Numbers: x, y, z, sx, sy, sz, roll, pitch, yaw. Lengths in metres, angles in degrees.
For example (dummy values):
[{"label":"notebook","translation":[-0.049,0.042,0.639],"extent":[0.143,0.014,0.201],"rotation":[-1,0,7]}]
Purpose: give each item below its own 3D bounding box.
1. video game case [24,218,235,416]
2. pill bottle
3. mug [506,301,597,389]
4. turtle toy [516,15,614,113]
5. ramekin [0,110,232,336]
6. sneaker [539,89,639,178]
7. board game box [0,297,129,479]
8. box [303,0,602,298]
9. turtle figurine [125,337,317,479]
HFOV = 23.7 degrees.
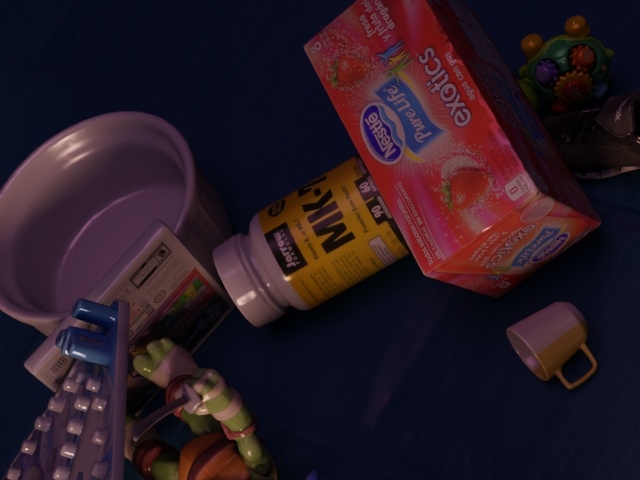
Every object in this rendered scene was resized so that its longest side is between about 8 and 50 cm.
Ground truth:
[{"label":"video game case","translation":[-0.195,0.097,1.603],"extent":[0.023,0.183,0.201],"rotation":[35,79,35]},{"label":"pill bottle","translation":[0.000,0.000,1.607],"extent":[0.209,0.119,0.119],"rotation":[-30,48,8]},{"label":"mug","translation":[0.225,0.097,1.460],"extent":[0.064,0.078,0.062],"rotation":[-36,14,-9]},{"label":"turtle toy","translation":[0.247,-0.169,1.599],"extent":[0.130,0.095,0.066],"rotation":[-22,42,15]},{"label":"ramekin","translation":[-0.234,0.002,1.727],"extent":[0.277,0.135,0.277],"rotation":[-15,52,20]},{"label":"sneaker","translation":[0.304,-0.111,1.520],"extent":[0.234,0.106,0.078],"rotation":[10,63,35]},{"label":"board game box","translation":[-0.280,0.305,1.418],"extent":[0.390,0.050,0.390],"rotation":[-53,28,38]},{"label":"box","translation":[0.130,-0.108,1.527],"extent":[0.142,0.154,0.300],"rotation":[-38,61,22]},{"label":"turtle figurine","translation":[-0.157,0.203,1.475],"extent":[0.275,0.197,0.266],"rotation":[-12,25,-22]}]
